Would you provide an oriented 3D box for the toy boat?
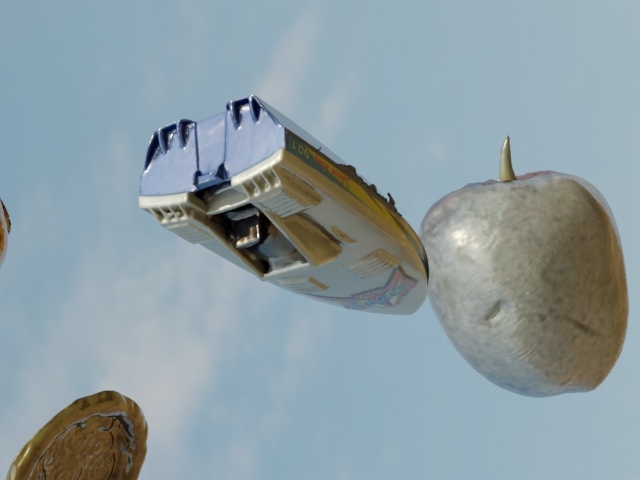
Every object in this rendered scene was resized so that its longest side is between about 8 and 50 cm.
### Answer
[{"bbox_3d":[0.000,0.000,1.076,0.295,0.129,0.088,35,-134,-50],"label":"toy boat"}]

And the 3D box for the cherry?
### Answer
[{"bbox_3d":[0.230,0.033,1.591,0.255,0.218,0.296,-14,-94,-63],"label":"cherry"}]

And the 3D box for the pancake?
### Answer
[{"bbox_3d":[-0.274,0.263,1.599,0.212,0.029,0.235,-56,-29,-4],"label":"pancake"}]

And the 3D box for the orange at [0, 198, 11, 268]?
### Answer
[{"bbox_3d":[-0.347,-0.003,1.240,0.134,0.155,0.154,113,163,-74],"label":"orange"}]
